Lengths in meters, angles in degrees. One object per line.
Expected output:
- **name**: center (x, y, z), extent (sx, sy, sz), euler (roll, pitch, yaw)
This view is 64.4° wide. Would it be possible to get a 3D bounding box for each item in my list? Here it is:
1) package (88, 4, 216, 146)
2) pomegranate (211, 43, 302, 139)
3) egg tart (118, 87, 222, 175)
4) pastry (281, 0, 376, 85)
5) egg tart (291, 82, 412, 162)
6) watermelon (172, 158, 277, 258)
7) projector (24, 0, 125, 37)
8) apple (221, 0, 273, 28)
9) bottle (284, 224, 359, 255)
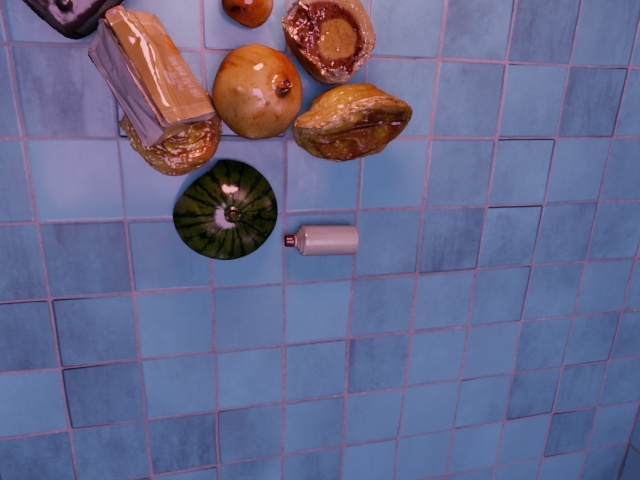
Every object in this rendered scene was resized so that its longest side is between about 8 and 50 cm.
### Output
- **package**: center (-0.436, -0.436, 1.319), extent (0.221, 0.165, 0.311), euler (-31, 94, -20)
- **pomegranate**: center (-0.174, -0.409, 1.416), extent (0.264, 0.264, 0.265), euler (-5, 110, -13)
- **egg tart**: center (-0.427, -0.331, 1.460), extent (0.296, 0.132, 0.297), euler (0, 91, -20)
- **pastry**: center (0.016, -0.584, 1.468), extent (0.237, 0.170, 0.256), euler (-47, 107, -18)
- **egg tart**: center (0.097, -0.359, 1.531), extent (0.351, 0.339, 0.153), euler (-19, 73, 17)
- **watermelon**: center (-0.284, -0.067, 1.562), extent (0.330, 0.189, 0.331), euler (-3, 110, -8)
- **projector**: center (-0.606, -0.753, 1.191), extent (0.405, 0.242, 0.395), euler (-44, 115, 3)
- **apple**: center (-0.203, -0.652, 1.389), extent (0.146, 0.146, 0.147), euler (-5, 110, -13)
- **bottle**: center (0.000, 0.000, 1.701), extent (0.245, 0.104, 0.104), euler (-2, 110, -15)
